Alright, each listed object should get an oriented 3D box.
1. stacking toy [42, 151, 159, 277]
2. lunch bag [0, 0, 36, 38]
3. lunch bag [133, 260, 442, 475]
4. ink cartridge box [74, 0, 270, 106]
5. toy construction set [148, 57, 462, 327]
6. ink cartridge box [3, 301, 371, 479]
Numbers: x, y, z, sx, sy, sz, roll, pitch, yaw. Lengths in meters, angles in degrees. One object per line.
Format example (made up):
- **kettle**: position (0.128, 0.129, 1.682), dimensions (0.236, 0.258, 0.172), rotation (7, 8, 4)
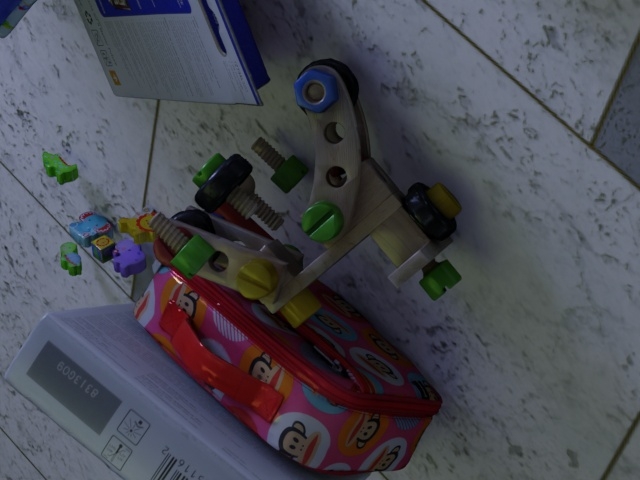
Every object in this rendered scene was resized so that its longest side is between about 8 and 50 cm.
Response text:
- **stacking toy**: position (-0.257, 0.001, 2.217), dimensions (0.221, 0.052, 0.167), rotation (35, 141, 36)
- **lunch bag**: position (-0.322, -0.316, 1.889), dimensions (0.219, 0.090, 0.176), rotation (-29, 49, 60)
- **lunch bag**: position (-0.046, 0.116, 1.811), dimensions (0.293, 0.258, 0.120), rotation (39, 106, 32)
- **ink cartridge box**: position (-0.147, -0.225, 1.777), dimensions (0.371, 0.069, 0.176), rotation (15, 130, 63)
- **toy construction set**: position (0.000, 0.000, 1.713), dimensions (0.237, 0.257, 0.309), rotation (43, 170, 0)
- **ink cartridge box**: position (-0.106, 0.186, 1.851), dimensions (0.308, 0.385, 0.091), rotation (37, 100, 15)
